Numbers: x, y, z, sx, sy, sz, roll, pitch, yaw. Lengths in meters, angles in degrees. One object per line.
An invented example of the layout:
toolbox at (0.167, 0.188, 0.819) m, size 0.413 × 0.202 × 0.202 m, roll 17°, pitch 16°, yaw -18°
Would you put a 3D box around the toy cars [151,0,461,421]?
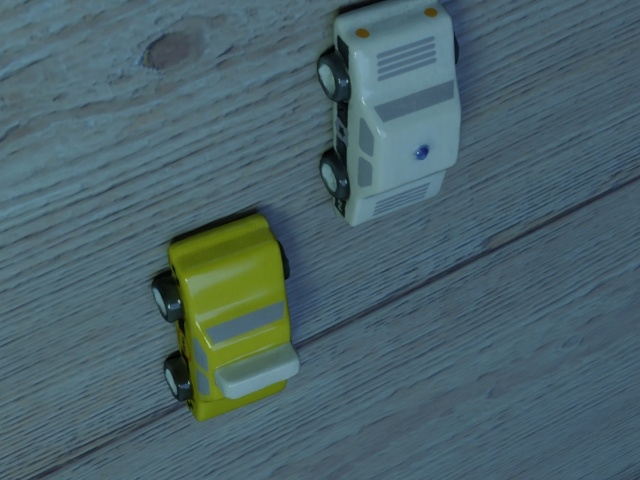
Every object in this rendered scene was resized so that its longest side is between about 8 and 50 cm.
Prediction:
toy cars at (0.000, 0.000, 1.105) m, size 0.176 × 0.087 × 0.393 m, roll 18°, pitch 117°, yaw -45°
